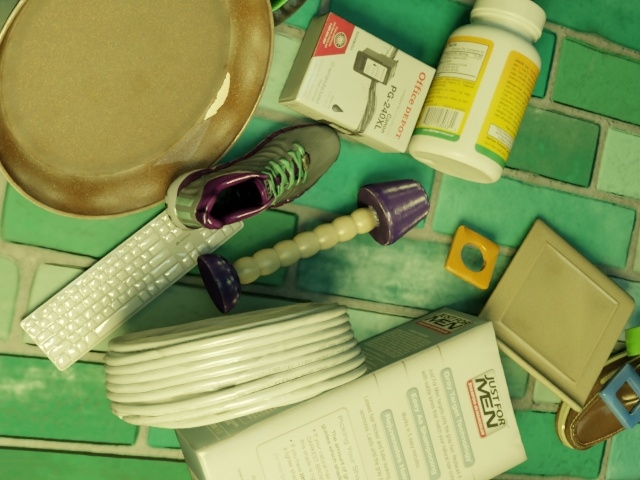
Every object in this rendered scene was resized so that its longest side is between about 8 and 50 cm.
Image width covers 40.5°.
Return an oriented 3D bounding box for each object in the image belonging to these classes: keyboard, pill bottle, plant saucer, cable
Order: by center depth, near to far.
[{"bbox_3d":[-0.182,-0.161,0.843,0.311,0.050,0.310,-29,141,-26],"label":"plant saucer"},{"bbox_3d":[-0.087,0.119,0.873,0.257,0.257,0.089,-10,88,-17],"label":"cable"},{"bbox_3d":[-0.200,0.034,0.946,0.256,0.014,0.072,-40,108,-14],"label":"keyboard"},{"bbox_3d":[0.192,-0.183,1.034,0.118,0.118,0.208,22,87,-23],"label":"pill bottle"}]

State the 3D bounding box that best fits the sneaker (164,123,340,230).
[{"bbox_3d":[-0.052,-0.062,0.942,0.224,0.098,0.083,-29,115,-26],"label":"sneaker"}]

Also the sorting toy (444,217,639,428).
[{"bbox_3d":[0.300,0.095,1.126,0.348,0.047,0.196,39,64,-9],"label":"sorting toy"}]

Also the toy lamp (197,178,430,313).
[{"bbox_3d":[0.000,0.000,0.993,0.275,0.080,0.080,-25,104,-17],"label":"toy lamp"}]

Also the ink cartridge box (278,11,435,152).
[{"bbox_3d":[0.044,-0.178,1.001,0.151,0.063,0.109,22,86,-23],"label":"ink cartridge box"}]

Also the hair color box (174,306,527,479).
[{"bbox_3d":[0.041,0.235,1.014,0.375,0.114,0.185,-20,102,-19],"label":"hair color box"}]

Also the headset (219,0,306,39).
[{"bbox_3d":[-0.087,-0.399,0.859,0.244,0.185,0.393,-3,108,-23],"label":"headset"}]

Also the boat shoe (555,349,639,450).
[{"bbox_3d":[0.436,0.198,1.185,0.257,0.095,0.095,-37,108,-15],"label":"boat shoe"}]
